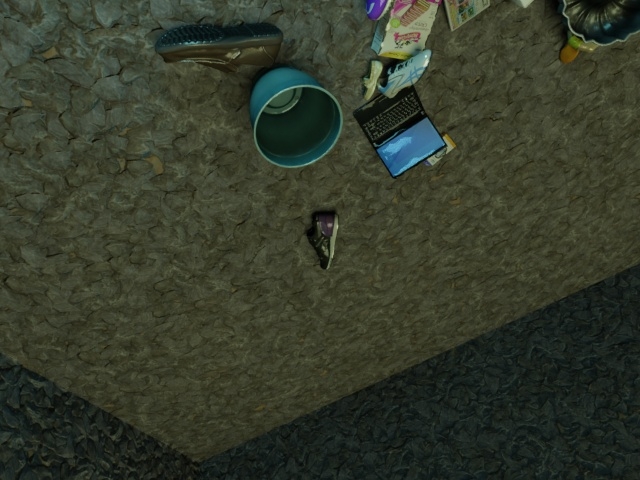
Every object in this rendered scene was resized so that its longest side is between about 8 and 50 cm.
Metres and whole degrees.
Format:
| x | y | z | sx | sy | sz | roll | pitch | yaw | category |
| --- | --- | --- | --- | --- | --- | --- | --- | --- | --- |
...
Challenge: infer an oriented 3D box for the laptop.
| x | y | z | sx | sy | sz | roll | pitch | yaw | category |
| --- | --- | --- | --- | --- | --- | --- | --- | --- | --- |
| 0.290 | -0.400 | 1.693 | 0.234 | 0.136 | 0.264 | -32 | 134 | 9 | laptop |

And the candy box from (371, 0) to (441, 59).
| x | y | z | sx | sy | sz | roll | pitch | yaw | category |
| --- | --- | --- | --- | --- | --- | --- | --- | --- | --- |
| 0.271 | -0.693 | 1.464 | 0.159 | 0.071 | 0.233 | -1 | 131 | -20 | candy box |

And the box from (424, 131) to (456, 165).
| x | y | z | sx | sy | sz | roll | pitch | yaw | category |
| --- | --- | --- | --- | --- | --- | --- | --- | --- | --- |
| 0.463 | -0.360 | 1.870 | 0.136 | 0.028 | 0.081 | -39 | 132 | 19 | box |

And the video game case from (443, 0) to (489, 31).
| x | y | z | sx | sy | sz | roll | pitch | yaw | category |
| --- | --- | --- | --- | --- | --- | --- | --- | --- | --- |
| 0.461 | -0.761 | 1.479 | 0.143 | 0.019 | 0.157 | -32 | 151 | 10 | video game case |

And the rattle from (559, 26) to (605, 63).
| x | y | z | sx | sy | sz | roll | pitch | yaw | category |
| --- | --- | --- | --- | --- | --- | --- | --- | --- | --- |
| 0.956 | -0.751 | 1.675 | 0.200 | 0.130 | 0.143 | -67 | 154 | -3 | rattle |

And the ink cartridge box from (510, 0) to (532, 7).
| x | y | z | sx | sy | sz | roll | pitch | yaw | category |
| --- | --- | --- | --- | --- | --- | --- | --- | --- | --- |
| 0.623 | -0.856 | 1.431 | 0.158 | 0.092 | 0.218 | -42 | 133 | 19 | ink cartridge box |

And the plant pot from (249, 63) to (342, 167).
| x | y | z | sx | sy | sz | roll | pitch | yaw | category |
| --- | --- | --- | --- | --- | --- | --- | --- | --- | --- |
| -0.101 | -0.409 | 1.455 | 0.271 | 0.255 | 0.271 | -13 | 136 | -13 | plant pot |

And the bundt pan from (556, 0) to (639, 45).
| x | y | z | sx | sy | sz | roll | pitch | yaw | category |
| --- | --- | --- | --- | --- | --- | --- | --- | --- | --- |
| 0.919 | -0.808 | 1.512 | 0.331 | 0.124 | 0.331 | 0 | 115 | 0 | bundt pan |

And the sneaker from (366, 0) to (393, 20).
| x | y | z | sx | sy | sz | roll | pitch | yaw | category |
| --- | --- | --- | --- | --- | --- | --- | --- | --- | --- |
| 0.144 | -0.785 | 1.320 | 0.146 | 0.102 | 0.293 | -1 | 123 | -19 | sneaker |

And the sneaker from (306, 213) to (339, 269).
| x | y | z | sx | sy | sz | roll | pitch | yaw | category |
| --- | --- | --- | --- | --- | --- | --- | --- | --- | --- |
| 0.000 | 0.000 | 1.998 | 0.124 | 0.107 | 0.283 | 5 | 127 | -5 | sneaker |

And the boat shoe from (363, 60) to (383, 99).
| x | y | z | sx | sy | sz | roll | pitch | yaw | category |
| --- | --- | --- | --- | --- | --- | --- | --- | --- | --- |
| 0.168 | -0.543 | 1.585 | 0.045 | 0.050 | 0.135 | 11 | 125 | -13 | boat shoe |

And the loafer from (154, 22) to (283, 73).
| x | y | z | sx | sy | sz | roll | pitch | yaw | category |
| --- | --- | --- | --- | --- | --- | --- | --- | --- | --- |
| -0.285 | -0.539 | 1.359 | 0.366 | 0.134 | 0.130 | -8 | 135 | -14 | loafer |

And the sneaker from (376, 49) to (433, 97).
| x | y | z | sx | sy | sz | roll | pitch | yaw | category |
| --- | --- | --- | --- | --- | --- | --- | --- | --- | --- |
| 0.269 | -0.546 | 1.527 | 0.086 | 0.085 | 0.237 | 27 | 154 | -23 | sneaker |
